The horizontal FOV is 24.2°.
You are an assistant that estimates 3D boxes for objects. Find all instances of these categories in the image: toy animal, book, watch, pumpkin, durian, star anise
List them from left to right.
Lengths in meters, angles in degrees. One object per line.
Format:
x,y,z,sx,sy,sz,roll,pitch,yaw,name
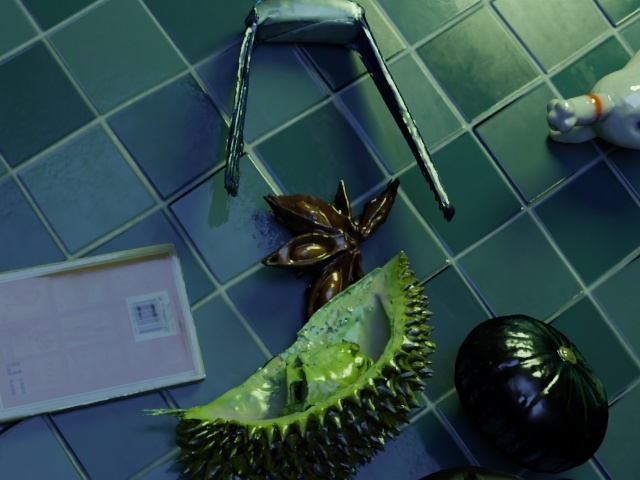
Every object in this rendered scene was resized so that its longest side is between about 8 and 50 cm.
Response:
-0.264,0.103,1.690,0.242,0.018,0.170,-10,76,-14,book
-0.003,0.178,1.677,0.356,0.157,0.169,-32,60,-17,durian
0.001,-0.001,1.752,0.157,0.053,0.212,20,76,-10,star anise
0.030,-0.164,1.773,0.276,0.068,0.274,7,61,-8,watch
0.239,0.173,1.690,0.194,0.194,0.150,30,95,-2,pumpkin
0.402,-0.162,1.839,0.282,0.140,0.138,-35,75,-21,toy animal

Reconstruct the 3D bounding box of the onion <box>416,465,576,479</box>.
0.199,0.351,1.615,0.281,0.221,0.281,10,44,-9,onion
